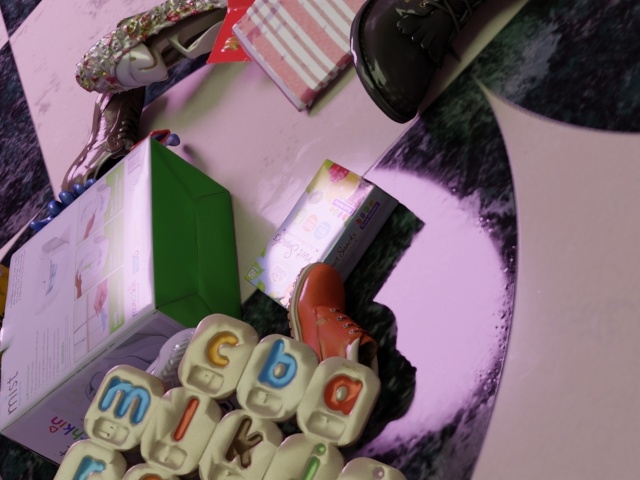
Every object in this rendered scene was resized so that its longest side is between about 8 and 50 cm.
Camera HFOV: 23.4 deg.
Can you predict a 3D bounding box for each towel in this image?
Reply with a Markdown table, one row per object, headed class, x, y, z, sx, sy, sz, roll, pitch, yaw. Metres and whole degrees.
| class | x | y | z | sx | sy | sz | roll | pitch | yaw |
| --- | --- | --- | --- | --- | --- | --- | --- | --- | --- |
| towel | 0.008 | -0.246 | 1.641 | 0.197 | 0.029 | 0.144 | -46 | 58 | 14 |

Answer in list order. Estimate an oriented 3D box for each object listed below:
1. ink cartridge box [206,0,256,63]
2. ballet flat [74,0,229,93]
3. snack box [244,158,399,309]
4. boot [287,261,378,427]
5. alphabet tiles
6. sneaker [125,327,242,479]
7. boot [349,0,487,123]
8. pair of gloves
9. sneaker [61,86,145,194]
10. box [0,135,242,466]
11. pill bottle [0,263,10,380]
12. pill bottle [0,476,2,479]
| class | x | y | z | sx | sy | sz | roll | pitch | yaw |
| --- | --- | --- | --- | --- | --- | --- | --- | --- | --- |
| ink cartridge box | -0.034 | -0.305 | 1.723 | 0.181 | 0.056 | 0.224 | 1 | 58 | 35 |
| ballet flat | -0.178 | -0.233 | 1.812 | 0.241 | 0.091 | 0.077 | -32 | 52 | 5 |
| snack box | 0.000 | 0.000 | 1.452 | 0.141 | 0.037 | 0.100 | -56 | 32 | -1 |
| boot | 0.017 | 0.082 | 1.344 | 0.084 | 0.059 | 0.158 | -24 | 52 | 34 |
| alphabet tiles | -0.077 | 0.206 | 1.244 | 0.284 | 0.021 | 0.278 | 18 | 74 | 22 |
| sneaker | -0.206 | 0.236 | 1.404 | 0.210 | 0.137 | 0.366 | 8 | 70 | 52 |
| boot | 0.148 | -0.248 | 1.442 | 0.229 | 0.091 | 0.263 | -22 | 42 | 41 |
| pair of gloves | -0.240 | -0.068 | 1.733 | 0.198 | 0.023 | 0.159 | -34 | -1 | -10 |
| sneaker | -0.241 | -0.118 | 1.862 | 0.071 | 0.066 | 0.188 | 11 | 72 | 36 |
| box | -0.207 | 0.066 | 1.573 | 0.231 | 0.127 | 0.262 | -39 | 36 | 24 |
| pill bottle | -0.408 | 0.067 | 1.752 | 0.117 | 0.208 | 0.117 | -32 | 38 | 30 |
| pill bottle | -0.396 | 0.287 | 1.669 | 0.116 | 0.065 | 0.065 | -35 | 37 | 26 |
